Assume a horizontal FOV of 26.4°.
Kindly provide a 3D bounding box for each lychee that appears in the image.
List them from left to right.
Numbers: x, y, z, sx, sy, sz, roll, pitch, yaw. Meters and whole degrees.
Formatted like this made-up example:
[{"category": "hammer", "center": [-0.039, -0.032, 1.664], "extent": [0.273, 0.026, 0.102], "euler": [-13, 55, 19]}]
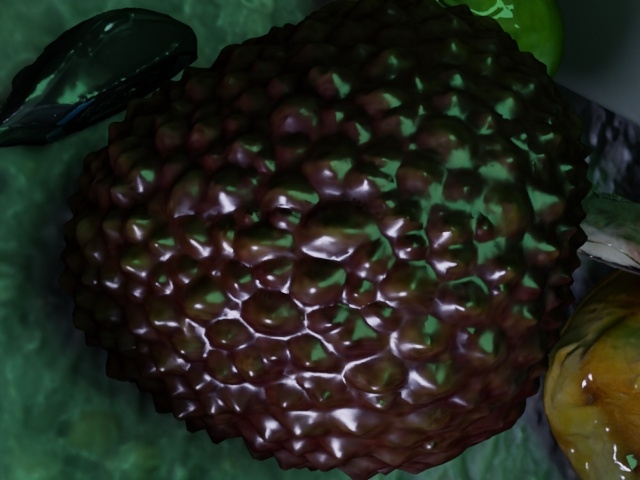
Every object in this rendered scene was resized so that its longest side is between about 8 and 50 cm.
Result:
[{"category": "lychee", "center": [0.000, 0.000, 0.700], "extent": [0.271, 0.271, 0.271], "euler": [5, 82, -34]}]

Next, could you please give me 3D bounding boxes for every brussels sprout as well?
[{"category": "brussels sprout", "center": [0.079, -0.139, 0.830], "extent": [0.155, 0.117, 0.155], "euler": [22, 42, -22]}]

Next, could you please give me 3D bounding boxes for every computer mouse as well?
[{"category": "computer mouse", "center": [-0.123, -0.089, 0.715], "extent": [0.135, 0.079, 0.047], "euler": [-34, 89, -36]}]

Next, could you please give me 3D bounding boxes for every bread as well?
[{"category": "bread", "center": [0.296, 0.043, 0.946], "extent": [0.344, 0.148, 0.195], "euler": [-45, 119, -31]}]

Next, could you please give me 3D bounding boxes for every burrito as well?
[{"category": "burrito", "center": [0.173, -0.011, 0.870], "extent": [0.051, 0.171, 0.042], "euler": [-39, 136, -39]}]

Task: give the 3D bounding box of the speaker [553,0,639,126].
[{"category": "speaker", "center": [0.316, -0.238, 0.940], "extent": [0.406, 0.184, 0.183], "euler": [-47, 150, -30]}]
